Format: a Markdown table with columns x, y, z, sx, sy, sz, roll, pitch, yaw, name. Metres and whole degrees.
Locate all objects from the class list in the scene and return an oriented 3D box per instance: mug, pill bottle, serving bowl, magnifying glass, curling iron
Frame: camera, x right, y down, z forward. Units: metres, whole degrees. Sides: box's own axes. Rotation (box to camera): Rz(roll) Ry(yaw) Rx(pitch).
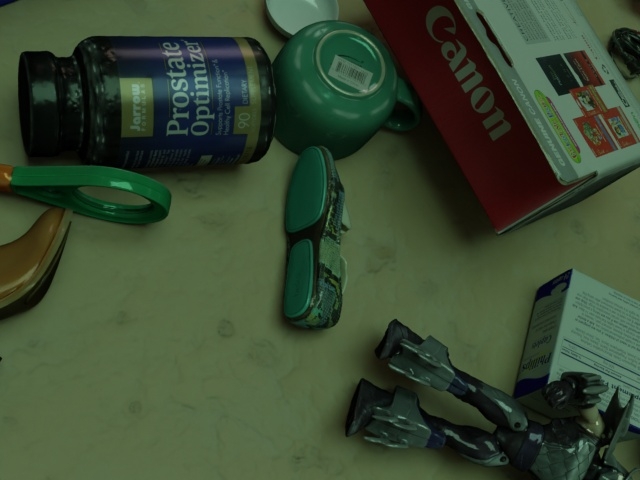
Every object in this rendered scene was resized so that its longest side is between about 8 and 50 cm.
| x | y | z | sx | sy | sz | roll | pitch | yaw | name |
| --- | --- | --- | --- | --- | --- | --- | --- | --- | --- |
| 0.025 | -0.162 | 1.021 | 0.158 | 0.097 | 0.129 | -22 | 80 | -26 | mug |
| -0.161 | -0.127 | 0.922 | 0.219 | 0.123 | 0.123 | -5 | 73 | -23 | pill bottle |
| -0.023 | -0.248 | 1.074 | 0.083 | 0.027 | 0.083 | 7 | 68 | -18 | serving bowl |
| -0.249 | -0.051 | 0.889 | 0.231 | 0.092 | 0.026 | 8 | 71 | -7 | magnifying glass |
| 0.480 | -0.212 | 1.253 | 0.274 | 0.035 | 0.068 | 11 | 71 | -16 | curling iron |

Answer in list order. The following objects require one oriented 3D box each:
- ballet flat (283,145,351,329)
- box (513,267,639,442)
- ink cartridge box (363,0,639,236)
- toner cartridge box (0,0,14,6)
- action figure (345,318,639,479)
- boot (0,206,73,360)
| x | y | z | sx | sy | sz | roll | pitch | yaw | name |
| --- | --- | --- | --- | --- | --- | --- | --- | --- | --- |
| 0.000 | 0.000 | 0.979 | 0.070 | 0.070 | 0.188 | 13 | 68 | -16 | ballet flat |
| 0.280 | 0.121 | 1.028 | 0.126 | 0.072 | 0.137 | 26 | 63 | -11 | box |
| 0.180 | -0.176 | 1.014 | 0.272 | 0.130 | 0.309 | -18 | 76 | -52 | ink cartridge box |
| -0.252 | -0.312 | 0.933 | 0.348 | 0.165 | 0.075 | -30 | 82 | -28 | toner cartridge box |
| 0.171 | 0.184 | 0.931 | 0.285 | 0.099 | 0.185 | 23 | 98 | -1 | action figure |
| -0.311 | 0.021 | 0.839 | 0.152 | 0.073 | 0.197 | 30 | 60 | -4 | boot |
